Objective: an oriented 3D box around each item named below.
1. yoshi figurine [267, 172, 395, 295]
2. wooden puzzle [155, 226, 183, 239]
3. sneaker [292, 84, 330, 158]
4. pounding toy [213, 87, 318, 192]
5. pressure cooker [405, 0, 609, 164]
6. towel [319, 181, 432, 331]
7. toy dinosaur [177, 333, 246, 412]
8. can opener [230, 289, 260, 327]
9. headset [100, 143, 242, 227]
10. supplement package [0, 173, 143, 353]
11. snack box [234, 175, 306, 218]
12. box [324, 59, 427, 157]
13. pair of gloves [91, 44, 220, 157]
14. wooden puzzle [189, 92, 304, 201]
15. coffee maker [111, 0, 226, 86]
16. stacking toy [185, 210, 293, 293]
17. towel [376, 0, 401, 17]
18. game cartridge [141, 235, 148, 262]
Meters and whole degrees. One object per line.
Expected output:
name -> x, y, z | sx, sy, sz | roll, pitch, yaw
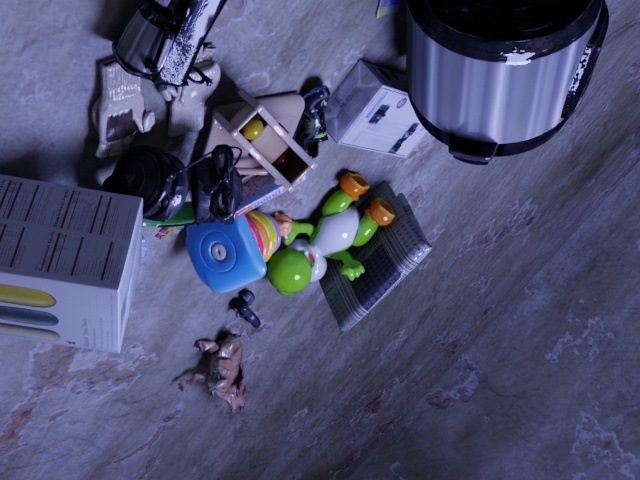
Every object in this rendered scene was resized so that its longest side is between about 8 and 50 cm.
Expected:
yoshi figurine -> 0.001, 0.012, 2.179 | 0.362, 0.204, 0.203 | -45, 138, 17
wooden puzzle -> -0.312, -0.030, 1.891 | 0.083, 0.006, 0.049 | -47, 153, 15
sneaker -> -0.008, -0.247, 1.854 | 0.067, 0.078, 0.188 | -23, 149, -30
pounding toy -> -0.116, -0.152, 1.696 | 0.155, 0.154, 0.269 | -45, 147, 1
pressure cooker -> 0.351, -0.380, 1.779 | 0.369, 0.375, 0.420 | -27, 150, -12
towel -> 0.123, 0.037, 2.238 | 0.056, 0.324, 0.312 | 32, 110, -32
toy dinosaur -> -0.256, 0.338, 2.433 | 0.200, 0.127, 0.296 | -16, 134, -52
can opener -> -0.188, 0.194, 2.348 | 0.073, 0.059, 0.186 | -35, 153, -9
headset -> -0.245, -0.071, 1.589 | 0.243, 0.185, 0.394 | 3, 163, -30
supplement package -> -0.445, 0.040, 1.481 | 0.262, 0.198, 0.199 | 9, 141, -5
snack box -> -0.120, -0.111, 1.838 | 0.178, 0.064, 0.022 | -31, 149, -18
box -> 0.143, -0.286, 1.976 | 0.169, 0.087, 0.290 | -50, 152, 23
pair of gloves -> -0.281, -0.243, 1.550 | 0.240, 0.042, 0.204 | -19, 147, -37
wooden puzzle -> -0.154, -0.188, 1.810 | 0.221, 0.044, 0.239 | -17, 142, -37
coffee maker -> -0.219, -0.343, 1.394 | 0.171, 0.120, 0.178 | -14, 145, -54
stacking toy -> -0.149, -0.011, 2.003 | 0.165, 0.175, 0.302 | -22, -177, 31
towel -> 0.141, -0.478, 1.753 | 0.060, 0.009, 0.083 | -23, 149, -31
game cartridge -> -0.389, 0.026, 1.871 | 0.056, 0.017, 0.083 | -29, 153, -28
